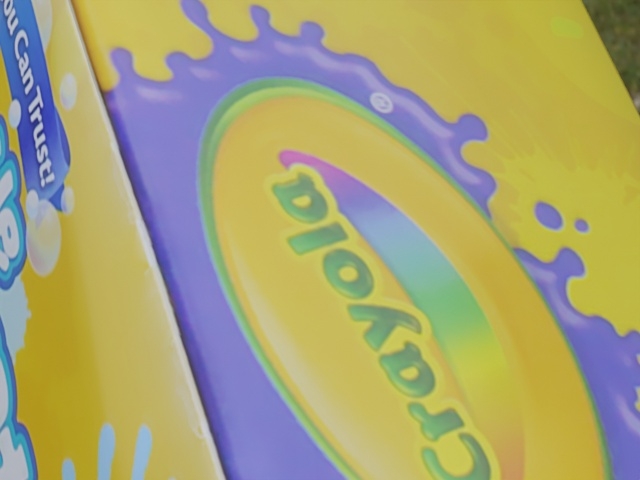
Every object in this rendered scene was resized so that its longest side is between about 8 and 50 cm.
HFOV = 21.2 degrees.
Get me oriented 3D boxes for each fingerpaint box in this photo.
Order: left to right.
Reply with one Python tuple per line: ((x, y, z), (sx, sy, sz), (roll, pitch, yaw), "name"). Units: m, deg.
((-0.089, -0.006, 0.554), (0.163, 0.371, 0.444), (-2, 57, -33), "fingerpaint box")
